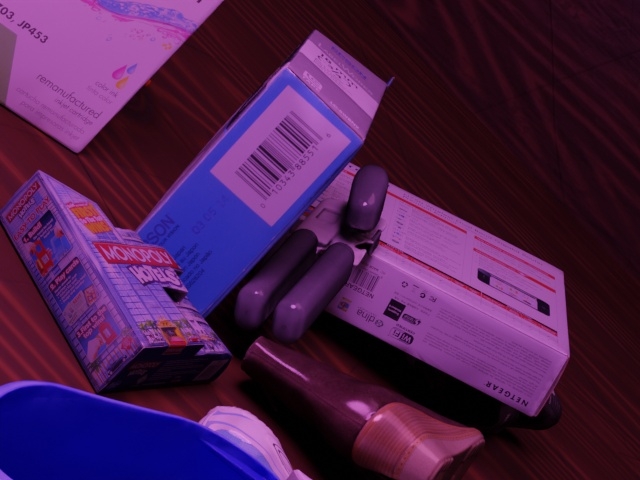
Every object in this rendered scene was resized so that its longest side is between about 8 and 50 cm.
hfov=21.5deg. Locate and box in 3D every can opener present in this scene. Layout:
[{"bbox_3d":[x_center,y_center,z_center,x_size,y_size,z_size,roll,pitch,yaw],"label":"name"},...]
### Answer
[{"bbox_3d":[0.000,0.000,1.628,0.076,0.095,0.283,20,26,11],"label":"can opener"}]

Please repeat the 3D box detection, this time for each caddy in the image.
[{"bbox_3d":[-0.094,0.206,0.972,0.341,0.179,0.241,24,28,-52],"label":"caddy"}]

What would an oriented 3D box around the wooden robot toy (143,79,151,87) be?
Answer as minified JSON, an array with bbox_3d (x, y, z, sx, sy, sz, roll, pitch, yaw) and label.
[{"bbox_3d":[-0.210,-0.204,1.881,0.079,0.076,0.173,50,13,-24],"label":"wooden robot toy"}]

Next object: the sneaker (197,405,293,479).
[{"bbox_3d":[-0.022,0.231,1.292,0.237,0.085,0.086,48,49,-14],"label":"sneaker"}]

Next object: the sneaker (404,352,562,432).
[{"bbox_3d":[0.196,0.185,1.924,0.234,0.078,0.106,29,25,-34],"label":"sneaker"}]

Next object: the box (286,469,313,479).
[{"bbox_3d":[0.034,0.275,1.205,0.203,0.114,0.103,37,6,-26],"label":"box"}]

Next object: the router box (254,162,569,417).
[{"bbox_3d":[0.112,0.038,1.885,0.335,0.082,0.301,27,17,-1],"label":"router box"}]

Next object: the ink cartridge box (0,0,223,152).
[{"bbox_3d":[-0.196,-0.279,1.576,0.207,0.353,0.119,34,20,-33],"label":"ink cartridge box"}]

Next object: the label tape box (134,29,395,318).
[{"bbox_3d":[-0.054,-0.080,1.652,0.106,0.240,0.333,42,16,-6],"label":"label tape box"}]

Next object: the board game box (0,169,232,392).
[{"bbox_3d":[-0.172,0.032,1.410,0.194,0.060,0.194,51,17,17],"label":"board game box"}]

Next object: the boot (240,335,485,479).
[{"bbox_3d":[0.042,0.160,1.571,0.207,0.090,0.248,33,-2,16],"label":"boot"}]
